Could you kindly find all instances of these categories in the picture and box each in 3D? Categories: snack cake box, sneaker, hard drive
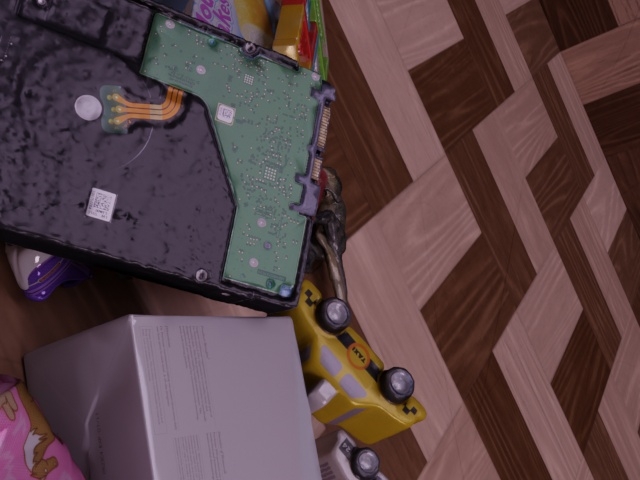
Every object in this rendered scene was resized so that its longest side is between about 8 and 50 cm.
[{"bbox_3d":[-0.129,-0.206,0.991,0.152,0.089,0.264,36,47,-42],"label":"snack cake box"},{"bbox_3d":[-0.229,0.003,0.787,0.170,0.068,0.071,-43,135,-56],"label":"sneaker"},{"bbox_3d":[-0.158,-0.089,0.727,0.339,0.064,0.236,17,73,-25],"label":"hard drive"}]

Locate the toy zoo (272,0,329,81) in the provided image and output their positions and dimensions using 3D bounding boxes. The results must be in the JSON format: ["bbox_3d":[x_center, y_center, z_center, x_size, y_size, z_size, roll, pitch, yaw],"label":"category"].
[{"bbox_3d":[-0.023,-0.231,1.098,0.192,0.030,0.293,81,11,-45],"label":"toy zoo"}]

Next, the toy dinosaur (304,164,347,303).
[{"bbox_3d":[0.000,0.000,1.099,0.118,0.064,0.268,24,58,-55],"label":"toy dinosaur"}]

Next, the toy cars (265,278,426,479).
[{"bbox_3d":[0.026,0.225,0.890,0.087,0.177,0.393,-43,133,-39],"label":"toy cars"}]

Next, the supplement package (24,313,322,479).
[{"bbox_3d":[-0.126,0.176,0.749,0.203,0.149,0.194,8,67,-53],"label":"supplement package"}]

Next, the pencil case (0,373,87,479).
[{"bbox_3d":[-0.199,0.280,0.579,0.167,0.160,0.386,-28,98,-29],"label":"pencil case"}]

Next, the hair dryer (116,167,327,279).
[{"bbox_3d":[-0.086,-0.062,0.858,0.294,0.080,0.223,8,78,-52],"label":"hair dryer"}]
